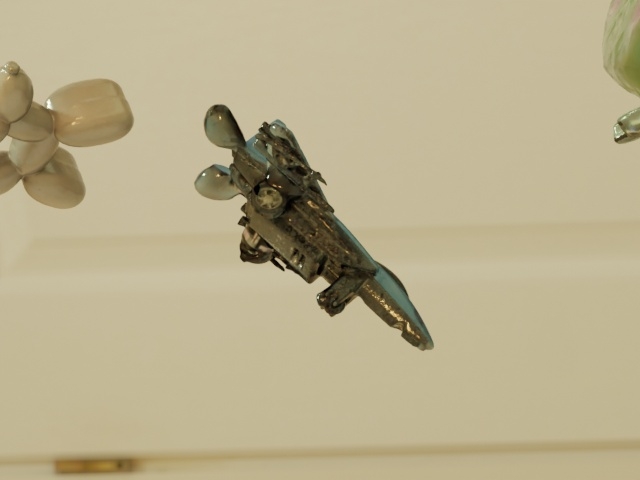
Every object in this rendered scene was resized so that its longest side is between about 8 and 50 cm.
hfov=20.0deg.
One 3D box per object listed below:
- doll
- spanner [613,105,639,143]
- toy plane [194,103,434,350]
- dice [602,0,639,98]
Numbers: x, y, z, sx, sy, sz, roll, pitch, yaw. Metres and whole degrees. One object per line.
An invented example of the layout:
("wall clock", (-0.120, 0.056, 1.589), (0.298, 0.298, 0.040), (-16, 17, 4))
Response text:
("doll", (-0.234, -0.085, 1.414), (0.161, 0.160, 0.059), (-50, 53, 42))
("spanner", (0.319, -0.121, 1.165), (0.071, 0.302, 0.017), (144, 104, -77))
("toy plane", (-0.006, 0.004, 1.406), (0.246, 0.078, 0.169), (51, 152, 21))
("dice", (0.441, -0.220, 1.525), (0.322, 0.318, 0.330), (-81, 15, -80))
